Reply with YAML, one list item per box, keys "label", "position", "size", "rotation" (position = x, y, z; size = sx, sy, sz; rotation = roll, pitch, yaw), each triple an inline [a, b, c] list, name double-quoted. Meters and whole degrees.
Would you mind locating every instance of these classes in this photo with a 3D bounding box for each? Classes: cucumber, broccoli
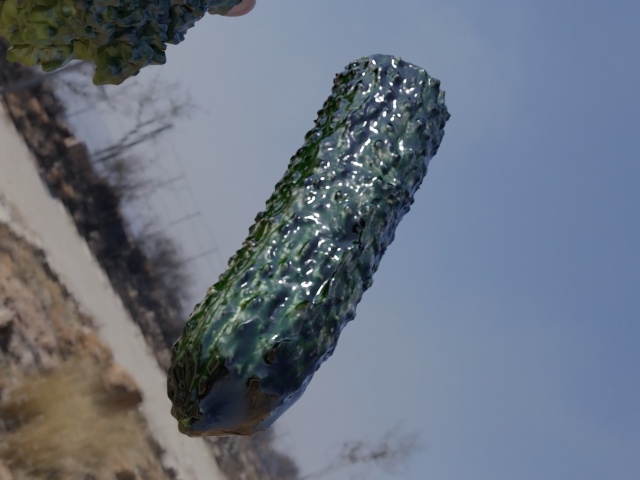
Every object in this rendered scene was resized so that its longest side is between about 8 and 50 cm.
- label: "cucumber"
  position: [0.000, 0.000, 0.748]
  size: [0.359, 0.096, 0.096]
  rotation: [-63, 144, -50]
- label: "broccoli"
  position: [-0.167, -0.277, 0.897]
  size: [0.317, 0.338, 0.277]
  rotation: [39, -35, 48]

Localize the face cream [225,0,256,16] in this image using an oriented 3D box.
- label: "face cream"
  position: [-0.098, -0.297, 1.222]
  size: [0.198, 0.084, 0.057]
  rotation: [-86, -158, -54]
